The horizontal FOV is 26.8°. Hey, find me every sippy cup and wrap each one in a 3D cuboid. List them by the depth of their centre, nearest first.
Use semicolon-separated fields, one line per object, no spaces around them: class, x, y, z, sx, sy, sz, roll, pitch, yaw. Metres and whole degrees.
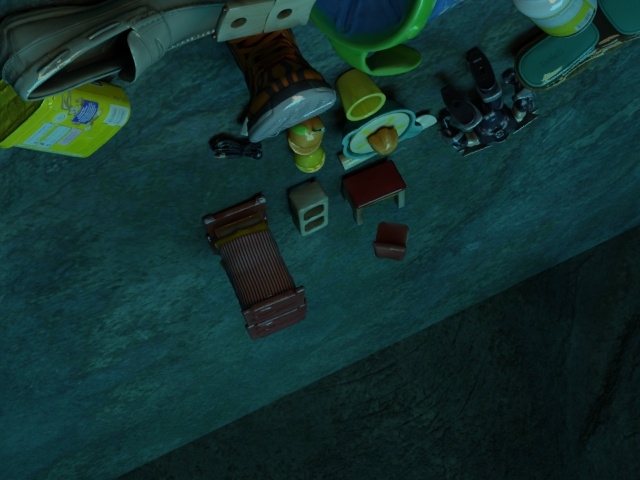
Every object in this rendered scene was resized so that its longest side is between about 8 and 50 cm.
sippy cup;0.114;-0.370;1.663;0.224;0.240;0.305;-25;171;-39

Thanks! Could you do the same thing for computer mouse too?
computer mouse;-0.087;-0.185;2.073;0.106;0.042;0.193;-1;152;-41

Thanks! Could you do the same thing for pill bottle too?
pill bottle;0.350;-0.381;2.059;0.103;0.103;0.184;-35;157;19

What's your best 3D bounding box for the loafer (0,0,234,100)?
loafer;-0.238;-0.244;1.653;0.320;0.111;0.112;-20;158;-20

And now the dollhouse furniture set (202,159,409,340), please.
dollhouse furniture set;0.000;0.000;2.379;0.374;0.201;0.152;-24;159;-9

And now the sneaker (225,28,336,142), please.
sneaker;-0.073;-0.231;1.754;0.125;0.180;0.321;-25;-175;-4

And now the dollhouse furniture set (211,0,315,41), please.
dollhouse furniture set;-0.074;-0.349;1.584;0.129;0.129;0.183;-17;157;-26

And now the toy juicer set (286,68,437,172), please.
toy juicer set;0.065;-0.162;2.239;0.209;0.089;0.329;-35;158;17

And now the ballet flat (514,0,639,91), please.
ballet flat;0.481;-0.364;2.270;0.342;0.116;0.124;-36;177;16

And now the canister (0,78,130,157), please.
canister;-0.345;-0.167;1.758;0.126;0.073;0.170;-37;158;24

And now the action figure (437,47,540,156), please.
action figure;0.288;-0.231;2.349;0.185;0.099;0.285;-39;161;6
